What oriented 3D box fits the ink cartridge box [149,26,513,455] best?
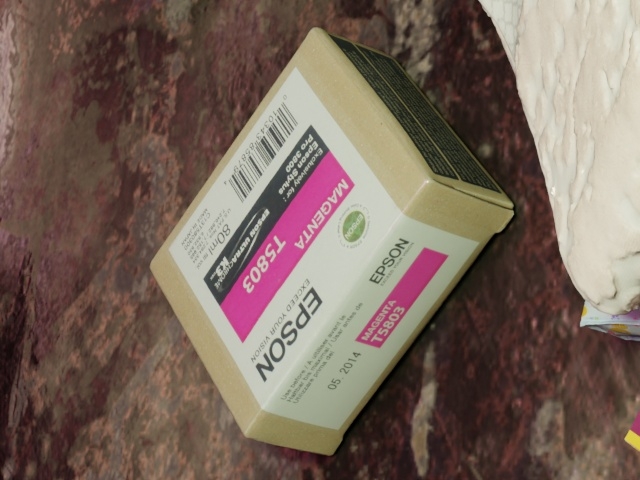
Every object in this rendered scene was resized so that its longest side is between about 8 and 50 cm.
[{"bbox_3d":[0.000,0.000,1.271,0.235,0.088,0.193,-55,43,20],"label":"ink cartridge box"}]

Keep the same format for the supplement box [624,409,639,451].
[{"bbox_3d":[0.220,0.091,1.020,0.043,0.055,0.083,36,105,46],"label":"supplement box"}]

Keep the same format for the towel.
[{"bbox_3d":[0.168,-0.180,1.010,0.332,0.053,0.317,103,160,-43],"label":"towel"}]

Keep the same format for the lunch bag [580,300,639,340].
[{"bbox_3d":[0.201,0.024,1.065,0.083,0.053,0.071,-7,70,57],"label":"lunch bag"}]
